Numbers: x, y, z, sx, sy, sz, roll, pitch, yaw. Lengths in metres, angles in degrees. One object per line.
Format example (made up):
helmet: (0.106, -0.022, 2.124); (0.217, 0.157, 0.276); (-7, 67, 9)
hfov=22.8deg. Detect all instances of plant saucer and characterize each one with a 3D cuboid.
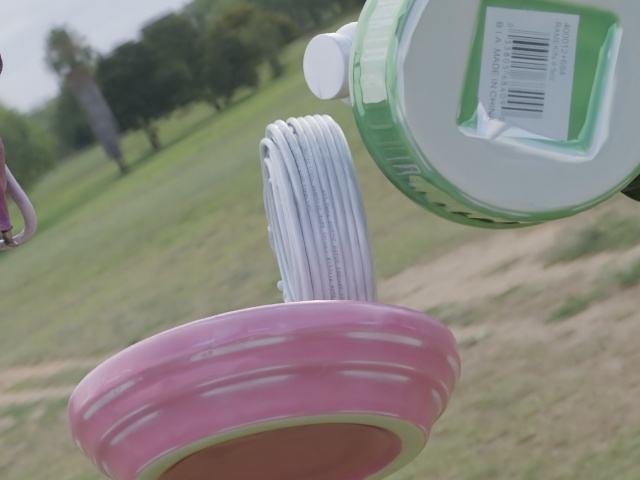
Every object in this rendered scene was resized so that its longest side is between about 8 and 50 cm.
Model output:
plant saucer: (-0.041, 0.153, 1.328); (0.332, 0.084, 0.332); (-9, -24, -4)

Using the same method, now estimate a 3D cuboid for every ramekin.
ramekin: (0.185, -0.156, 1.483); (0.303, 0.303, 0.148); (-28, 7, -3)

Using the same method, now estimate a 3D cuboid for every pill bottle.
pill bottle: (0.087, -0.252, 2.251); (0.216, 0.121, 0.121); (-9, -7, -38)

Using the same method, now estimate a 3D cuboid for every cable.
cable: (0.000, 0.000, 1.631); (0.089, 0.257, 0.257); (-10, 40, -5)

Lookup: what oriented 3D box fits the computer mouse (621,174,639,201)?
computer mouse: (0.364, -0.126, 1.720); (0.184, 0.060, 0.262); (-21, -32, 36)

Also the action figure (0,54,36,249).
action figure: (-0.432, -0.156, 1.913); (0.248, 0.370, 0.276); (-3, 4, 26)
